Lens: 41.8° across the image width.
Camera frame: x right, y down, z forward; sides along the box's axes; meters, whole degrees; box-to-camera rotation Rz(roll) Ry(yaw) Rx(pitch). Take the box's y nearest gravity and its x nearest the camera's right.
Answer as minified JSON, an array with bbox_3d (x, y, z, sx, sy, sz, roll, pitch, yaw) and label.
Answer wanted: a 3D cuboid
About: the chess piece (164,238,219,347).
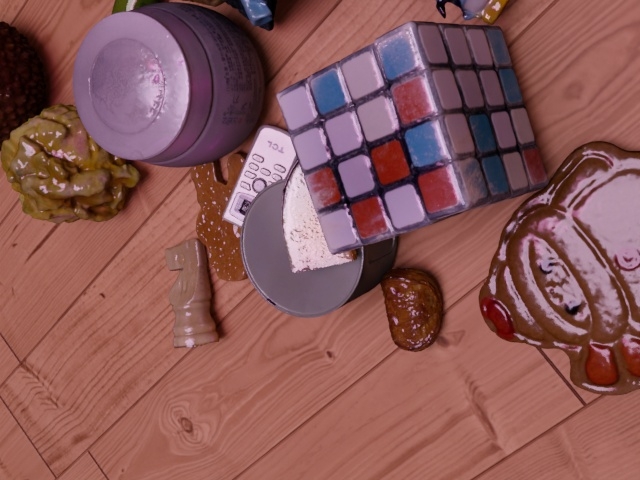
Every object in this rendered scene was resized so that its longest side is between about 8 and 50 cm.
[{"bbox_3d":[-0.246,0.100,1.592,0.090,0.090,0.201,-9,86,29],"label":"chess piece"}]

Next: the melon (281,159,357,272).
[{"bbox_3d":[-0.016,-0.044,1.275,0.097,0.054,0.182,-18,91,24],"label":"melon"}]

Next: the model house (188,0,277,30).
[{"bbox_3d":[-0.151,-0.424,1.307,0.225,0.261,0.241,-24,91,1],"label":"model house"}]

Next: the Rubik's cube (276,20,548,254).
[{"bbox_3d":[0.135,-0.149,1.206,0.253,0.259,0.257,-18,90,39],"label":"Rubik's cube"}]

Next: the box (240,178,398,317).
[{"bbox_3d":[0.000,0.000,1.389,0.226,0.149,0.226,6,104,27],"label":"box"}]

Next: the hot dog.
[{"bbox_3d":[0.149,0.111,1.384,0.099,0.065,0.147,-5,110,29],"label":"hot dog"}]

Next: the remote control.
[{"bbox_3d":[-0.099,-0.106,1.465,0.087,0.029,0.190,26,102,6],"label":"remote control"}]

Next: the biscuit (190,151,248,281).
[{"bbox_3d":[-0.166,-0.043,1.535,0.143,0.040,0.237,1,102,32],"label":"biscuit"}]

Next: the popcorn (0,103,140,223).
[{"bbox_3d":[-0.484,-0.136,1.592,0.259,0.212,0.259,9,105,34],"label":"popcorn"}]

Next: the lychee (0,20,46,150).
[{"bbox_3d":[-0.676,-0.295,1.629,0.267,0.267,0.268,6,104,27],"label":"lychee"}]

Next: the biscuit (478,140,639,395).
[{"bbox_3d":[0.411,0.051,1.235,0.381,0.074,0.359,-31,84,27],"label":"biscuit"}]

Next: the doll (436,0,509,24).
[{"bbox_3d":[0.147,-0.436,1.225,0.314,0.141,0.177,36,84,5],"label":"doll"}]

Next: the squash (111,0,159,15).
[{"bbox_3d":[-0.353,-0.353,1.539,0.082,0.082,0.293,26,113,21],"label":"squash"}]

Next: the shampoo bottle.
[{"bbox_3d":[-0.246,-0.257,1.399,0.272,0.266,0.273,6,102,27],"label":"shampoo bottle"}]
